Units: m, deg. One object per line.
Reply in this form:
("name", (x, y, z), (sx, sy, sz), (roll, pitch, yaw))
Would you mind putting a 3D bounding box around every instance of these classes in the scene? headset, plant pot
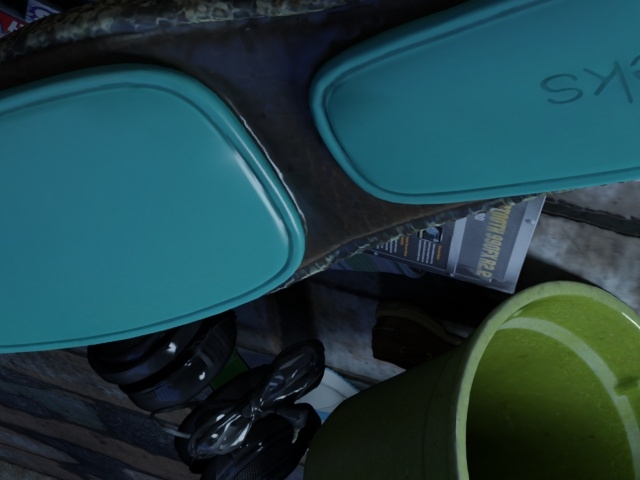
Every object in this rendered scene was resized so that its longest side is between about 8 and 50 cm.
("headset", (-0.084, 0.121, 0.975), (0.243, 0.185, 0.394), (50, 180, -6))
("plant pot", (0.127, 0.193, 0.853), (0.276, 0.276, 0.254), (32, 149, -25))

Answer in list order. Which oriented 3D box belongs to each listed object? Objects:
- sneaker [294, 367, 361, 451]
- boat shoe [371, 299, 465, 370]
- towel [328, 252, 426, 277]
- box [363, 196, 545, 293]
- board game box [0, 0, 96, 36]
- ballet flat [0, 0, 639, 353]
("sneaker", (0.038, 0.232, 1.251), (0.229, 0.092, 0.087), (32, 152, -27))
("boat shoe", (0.116, 0.121, 0.998), (0.178, 0.060, 0.064), (33, 153, -26))
("towel", (0.000, 0.000, 0.879), (0.152, 0.023, 0.113), (0, 148, 37))
("box", (0.058, -0.057, 0.675), (0.183, 0.056, 0.231), (15, 156, 10))
("board game box", (-0.125, -0.135, 0.650), (0.194, 0.060, 0.194), (19, 155, 2))
("ballet flat", (-0.005, -0.072, 0.468), (0.483, 0.182, 0.164), (-15, 127, 22))
